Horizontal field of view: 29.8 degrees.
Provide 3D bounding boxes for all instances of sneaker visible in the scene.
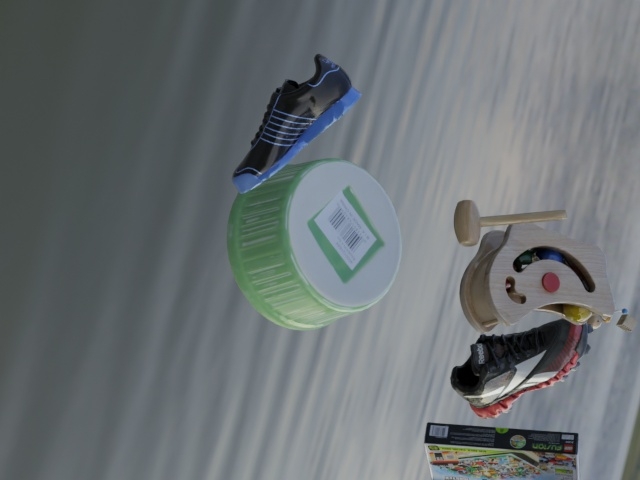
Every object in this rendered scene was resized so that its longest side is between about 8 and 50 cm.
[{"bbox_3d":[-0.053,-0.168,1.721,0.232,0.090,0.081,-40,-171,12],"label":"sneaker"},{"bbox_3d":[0.333,0.203,2.052,0.276,0.135,0.097,-38,-147,31],"label":"sneaker"}]

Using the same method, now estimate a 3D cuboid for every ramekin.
[{"bbox_3d":[0.000,0.000,2.111,0.303,0.148,0.303,10,73,-38],"label":"ramekin"}]

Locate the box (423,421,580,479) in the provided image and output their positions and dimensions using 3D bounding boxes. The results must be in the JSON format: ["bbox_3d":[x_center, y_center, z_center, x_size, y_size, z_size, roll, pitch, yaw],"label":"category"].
[{"bbox_3d":[0.253,0.302,1.660,0.114,0.207,0.036,74,23,-47],"label":"box"}]

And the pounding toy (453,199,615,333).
[{"bbox_3d":[0.296,0.051,1.647,0.155,0.269,0.154,-27,-131,61],"label":"pounding toy"}]

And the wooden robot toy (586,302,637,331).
[{"bbox_3d":[0.569,0.153,2.481,0.079,0.173,0.076,-60,-154,-11],"label":"wooden robot toy"}]
